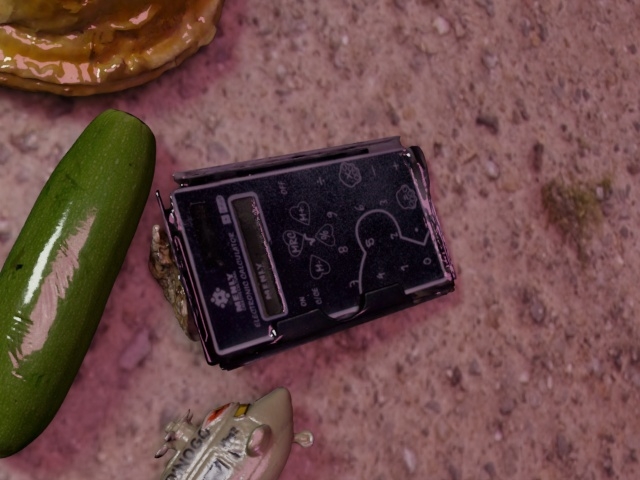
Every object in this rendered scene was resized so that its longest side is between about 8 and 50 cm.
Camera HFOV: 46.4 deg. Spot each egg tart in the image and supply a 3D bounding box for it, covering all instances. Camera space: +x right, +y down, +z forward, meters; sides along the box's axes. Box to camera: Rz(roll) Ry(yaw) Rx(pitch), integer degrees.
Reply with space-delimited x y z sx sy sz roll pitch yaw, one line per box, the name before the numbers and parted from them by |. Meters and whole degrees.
egg tart | -0.205 -0.274 0.602 0.319 0.128 0.318 4 79 -22

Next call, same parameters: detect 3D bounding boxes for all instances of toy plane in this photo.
toy plane | -0.117 0.226 0.576 0.108 0.092 0.286 33 70 11

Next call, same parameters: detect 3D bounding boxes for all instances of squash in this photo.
squash | -0.200 0.023 0.577 0.082 0.082 0.292 23 74 -15

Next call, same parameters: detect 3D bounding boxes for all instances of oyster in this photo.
oyster | -0.124 0.039 0.612 0.038 0.080 0.083 -13 57 11

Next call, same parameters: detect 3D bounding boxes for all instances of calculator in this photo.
calculator | 0.000 0.000 0.659 0.274 0.028 0.165 -15 87 -33
